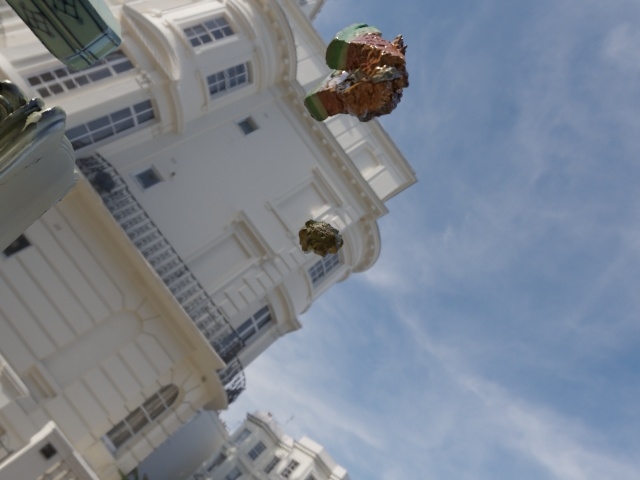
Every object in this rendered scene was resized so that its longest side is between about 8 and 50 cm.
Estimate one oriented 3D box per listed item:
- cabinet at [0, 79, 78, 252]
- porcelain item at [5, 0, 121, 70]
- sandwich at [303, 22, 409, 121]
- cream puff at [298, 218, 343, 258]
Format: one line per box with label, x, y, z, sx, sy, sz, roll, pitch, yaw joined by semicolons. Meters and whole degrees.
cabinet;-0.386;-0.100;0.321;0.318;0.227;0.290;46;-19;-17
porcelain item;-0.618;-0.567;1.063;0.281;0.157;0.286;57;2;-43
sandwich;0.081;-0.369;0.972;0.162;0.250;0.301;48;-1;-31
cream puff;0.000;0.000;0.872;0.058;0.083;0.083;91;-25;-55
